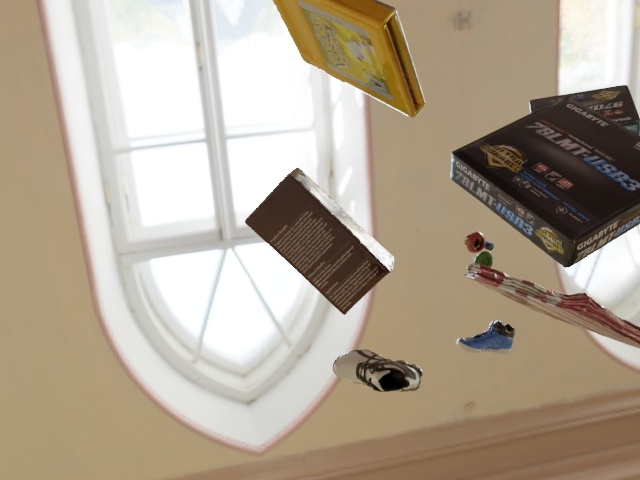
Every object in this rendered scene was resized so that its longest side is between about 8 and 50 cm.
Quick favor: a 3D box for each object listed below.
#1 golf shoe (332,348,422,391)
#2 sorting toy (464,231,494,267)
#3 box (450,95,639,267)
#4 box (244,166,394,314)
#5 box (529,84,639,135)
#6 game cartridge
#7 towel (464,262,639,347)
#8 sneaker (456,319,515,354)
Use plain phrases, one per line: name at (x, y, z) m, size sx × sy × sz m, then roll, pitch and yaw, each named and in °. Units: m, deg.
golf shoe at (0.112, 0.276, 1.528) m, size 0.198 × 0.077 × 0.094 m, roll 3°, pitch -179°, yaw 20°
sorting toy at (0.352, 0.021, 1.622) m, size 0.061 × 0.102 × 0.042 m, roll -31°, pitch -152°, yaw -17°
box at (0.432, -0.117, 1.266) m, size 0.293 × 0.073 × 0.295 m, roll -27°, pitch -133°, yaw -18°
box at (0.000, 0.000, 1.998) m, size 0.191 × 0.381 × 0.143 m, roll -45°, pitch -175°, yaw 18°
box at (0.592, -0.276, 1.640) m, size 0.220 × 0.051 × 0.175 m, roll -6°, pitch -144°, yaw 17°
game cartridge at (0.043, -0.394, 1.423) m, size 0.324 × 0.285 × 0.052 m, roll 32°, pitch -102°, yaw 30°
towel at (0.439, 0.120, 1.315) m, size 0.237 × 0.037 × 0.329 m, roll 26°, pitch 178°, yaw -25°
sneaker at (0.409, 0.231, 1.779) m, size 0.152 × 0.084 × 0.058 m, roll 9°, pitch -162°, yaw -19°
